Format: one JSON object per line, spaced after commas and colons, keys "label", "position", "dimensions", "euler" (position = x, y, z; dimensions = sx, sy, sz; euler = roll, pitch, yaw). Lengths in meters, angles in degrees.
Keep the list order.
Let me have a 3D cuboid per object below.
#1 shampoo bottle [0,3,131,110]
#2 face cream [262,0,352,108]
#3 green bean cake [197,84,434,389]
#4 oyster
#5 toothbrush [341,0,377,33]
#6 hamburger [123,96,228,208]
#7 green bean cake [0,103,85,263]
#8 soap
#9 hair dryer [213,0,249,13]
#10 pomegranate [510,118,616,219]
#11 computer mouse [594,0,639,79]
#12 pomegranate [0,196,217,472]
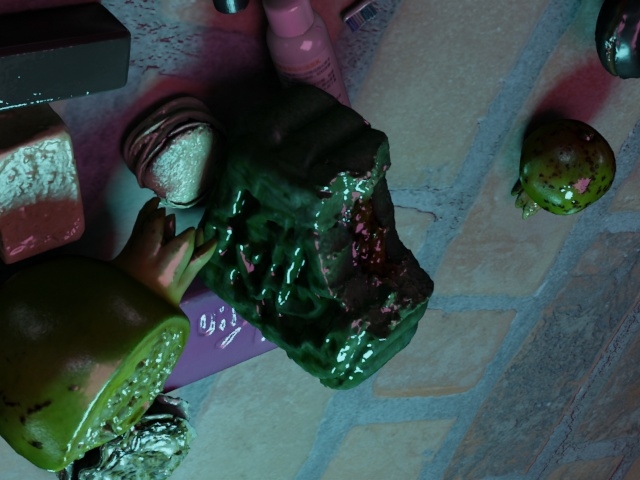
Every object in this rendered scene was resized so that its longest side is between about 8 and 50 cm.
{"label": "shampoo bottle", "position": [-0.329, -0.194, 1.445], "dimensions": [0.246, 0.080, 0.079], "euler": [-16, 133, -33]}
{"label": "face cream", "position": [-0.015, -0.219, 1.715], "dimensions": [0.082, 0.082, 0.269], "euler": [-35, 143, -13]}
{"label": "green bean cake", "position": [0.000, 0.000, 1.690], "dimensions": [0.169, 0.300, 0.308], "euler": [-37, 157, -43]}
{"label": "oyster", "position": [-0.289, 0.302, 1.916], "dimensions": [0.198, 0.112, 0.268], "euler": [10, 135, -41]}
{"label": "toothbrush", "position": [0.151, -0.372, 1.773], "dimensions": [0.304, 0.030, 0.030], "euler": [-39, 143, -11]}
{"label": "hamburger", "position": [-0.177, -0.110, 1.684], "dimensions": [0.133, 0.062, 0.140], "euler": [-38, 145, -7]}
{"label": "green bean cake", "position": [-0.343, -0.069, 1.548], "dimensions": [0.109, 0.085, 0.179], "euler": [-27, 141, -24]}
{"label": "soap", "position": [-0.136, 0.098, 1.904], "dimensions": [0.259, 0.081, 0.181], "euler": [-20, 137, -29]}
{"label": "hair dryer", "position": [-0.059, -0.376, 1.559], "dimensions": [0.195, 0.050, 0.173], "euler": [-34, 145, -19]}
{"label": "pomegranate", "position": [0.382, -0.106, 2.150], "dimensions": [0.159, 0.159, 0.205], "euler": [-12, 158, -36]}
{"label": "computer mouse", "position": [0.531, -0.365, 2.061], "dimensions": [0.323, 0.116, 0.183], "euler": [-29, 140, -30]}
{"label": "pomegranate", "position": [-0.290, 0.101, 1.650], "dimensions": [0.358, 0.216, 0.310], "euler": [-60, 168, -1]}
